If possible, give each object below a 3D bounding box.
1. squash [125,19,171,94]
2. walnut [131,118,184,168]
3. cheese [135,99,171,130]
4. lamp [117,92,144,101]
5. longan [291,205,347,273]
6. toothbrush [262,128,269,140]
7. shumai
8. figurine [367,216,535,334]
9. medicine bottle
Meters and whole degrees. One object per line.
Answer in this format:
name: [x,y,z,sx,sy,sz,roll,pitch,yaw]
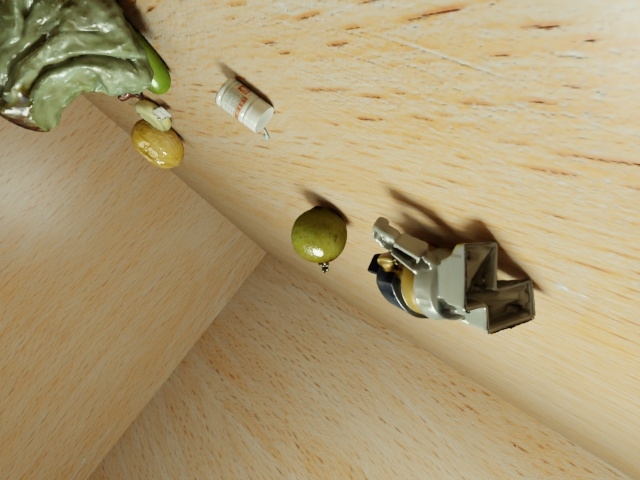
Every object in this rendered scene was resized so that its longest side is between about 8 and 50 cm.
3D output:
squash: [-0.390,-0.399,0.893,0.066,0.066,0.201,29,161,39]
walnut: [-0.599,-0.357,1.553,0.206,0.159,0.159,46,168,-16]
cheese: [-0.526,-0.406,1.360,0.127,0.050,0.256,44,168,-33]
lamp: [-0.620,-0.478,1.152,0.215,0.150,0.223,38,-145,30]
longan: [0.000,0.000,1.068,0.145,0.175,0.155,-10,-172,25]
toothbrush: [-0.126,-0.240,0.845,0.013,0.011,0.131,12,163,15]
shumai: [-0.504,-0.341,0.742,0.310,0.263,0.304,25,158,29]
figurine: [0.202,0.070,0.747,0.308,0.143,0.308,40,154,24]
medicine bottle: [-0.134,-0.239,0.744,0.089,0.057,0.057,37,170,1]
